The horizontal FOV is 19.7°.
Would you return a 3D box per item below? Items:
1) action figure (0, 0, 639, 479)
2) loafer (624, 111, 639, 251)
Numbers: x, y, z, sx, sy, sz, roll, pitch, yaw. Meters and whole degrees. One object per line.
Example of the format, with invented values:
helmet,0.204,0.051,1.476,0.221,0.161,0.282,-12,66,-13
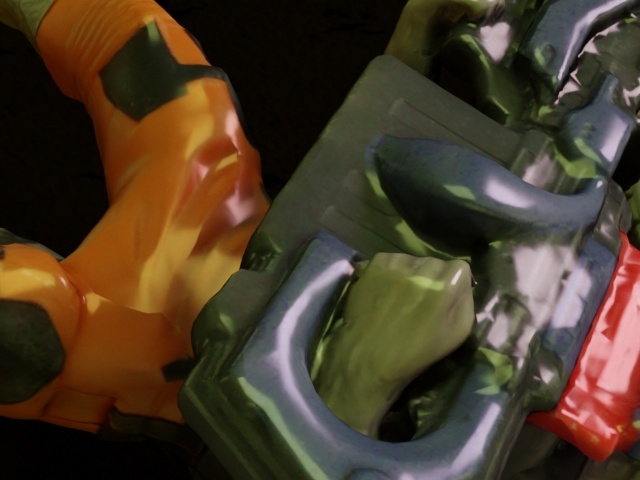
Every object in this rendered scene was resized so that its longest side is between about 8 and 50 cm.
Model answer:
action figure,0.000,0.000,0.574,0.330,0.179,0.341,28,43,15
loafer,0.140,-0.007,0.698,0.087,0.094,0.251,4,36,-6
